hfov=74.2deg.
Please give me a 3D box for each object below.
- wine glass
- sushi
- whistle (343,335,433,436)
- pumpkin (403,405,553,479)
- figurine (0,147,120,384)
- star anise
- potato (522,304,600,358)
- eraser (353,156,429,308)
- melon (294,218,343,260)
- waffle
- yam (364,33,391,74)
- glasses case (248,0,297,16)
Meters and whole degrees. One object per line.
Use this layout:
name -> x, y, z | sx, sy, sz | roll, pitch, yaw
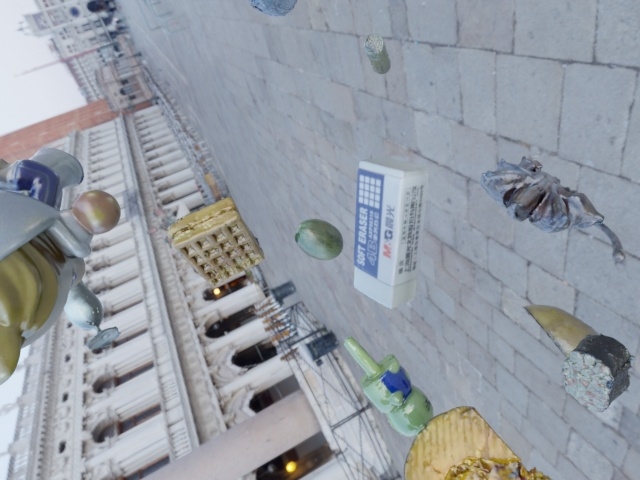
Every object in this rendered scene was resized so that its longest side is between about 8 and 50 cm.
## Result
wine glass -> -0.717, 0.221, 1.302 | 0.222, 0.103, 0.103 | 48, 162, 17
sushi -> 0.484, 0.235, 0.748 | 0.090, 0.078, 0.150 | 36, 154, 47
whistle -> 0.122, 0.260, 0.756 | 0.227, 0.085, 0.105 | 50, 178, 2
pumpkin -> 0.258, 0.323, 0.557 | 0.139, 0.280, 0.190 | 51, -145, -41
figurine -> -0.268, -0.010, 0.372 | 0.133, 0.193, 0.274 | 51, -153, -38
star anise -> 0.554, -0.092, 1.076 | 0.359, 0.315, 0.139 | -79, 0, -50
potato -> 0.598, 0.222, 1.007 | 0.120, 0.100, 0.261 | 40, -162, -45
eraser -> 0.135, -0.016, 0.847 | 0.124, 0.081, 0.279 | 27, 124, 48
melon -> 0.000, 0.000, 1.241 | 0.167, 0.114, 0.114 | 25, -166, -36
waffle -> -0.310, 0.017, 1.318 | 0.328, 0.224, 0.098 | 74, 170, -61
yam -> 0.150, -0.479, 1.096 | 0.054, 0.054, 0.132 | 62, -166, 12
glasses case -> -0.041, -0.471, 0.597 | 0.067, 0.109, 0.282 | 31, 118, 22
